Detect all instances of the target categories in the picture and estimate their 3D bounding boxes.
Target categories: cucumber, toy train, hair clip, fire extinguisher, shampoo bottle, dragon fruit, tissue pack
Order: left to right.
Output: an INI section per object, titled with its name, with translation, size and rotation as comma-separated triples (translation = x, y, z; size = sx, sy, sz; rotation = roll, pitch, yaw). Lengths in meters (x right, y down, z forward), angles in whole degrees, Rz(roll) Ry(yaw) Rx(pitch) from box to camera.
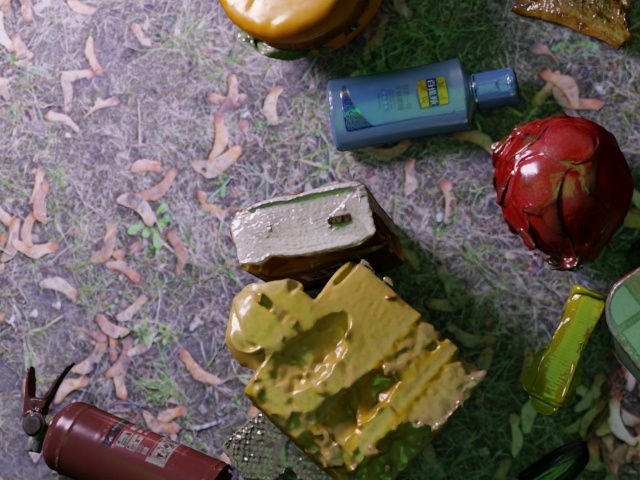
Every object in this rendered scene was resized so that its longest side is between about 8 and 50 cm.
[fire extinguisher]
translation = -0.285, 0.279, 1.380
size = 0.337, 0.106, 0.147
rotation = 21, 77, 13
[tissue pack]
translation = 0.000, 0.000, 1.279
size = 0.183, 0.226, 0.092
rotation = -16, 77, 10
[shampoo bottle]
translation = 0.141, -0.192, 1.355
size = 0.258, 0.061, 0.104
rotation = -9, 83, 11
[cucumber]
translation = 0.307, 0.297, 1.274
size = 0.105, 0.048, 0.048
rotation = -37, 78, 4
[dragon fruit]
translation = 0.308, -0.069, 1.254
size = 0.172, 0.172, 0.209
rotation = -27, 71, 9
[hair clip]
translation = 0.317, 0.144, 1.287
size = 0.072, 0.046, 0.173
rotation = 20, 87, 17
[toy train]
translation = 0.469, 0.148, 1.214
size = 0.159, 0.129, 0.326
rotation = -38, 78, 12

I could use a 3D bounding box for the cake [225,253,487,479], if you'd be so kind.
[cake]
translation = 0.025, 0.158, 1.233
size = 0.286, 0.227, 0.222
rotation = 43, 78, 11

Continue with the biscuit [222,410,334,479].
[biscuit]
translation = -0.013, 0.329, 1.340
size = 0.147, 0.046, 0.250
rotation = -40, 77, 5

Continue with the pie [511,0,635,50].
[pie]
translation = 0.355, -0.319, 1.337
size = 0.170, 0.034, 0.092
rotation = 29, 93, 20

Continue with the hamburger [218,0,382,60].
[hamburger]
translation = -0.022, -0.366, 1.356
size = 0.246, 0.170, 0.246
rotation = -2, 86, 25
